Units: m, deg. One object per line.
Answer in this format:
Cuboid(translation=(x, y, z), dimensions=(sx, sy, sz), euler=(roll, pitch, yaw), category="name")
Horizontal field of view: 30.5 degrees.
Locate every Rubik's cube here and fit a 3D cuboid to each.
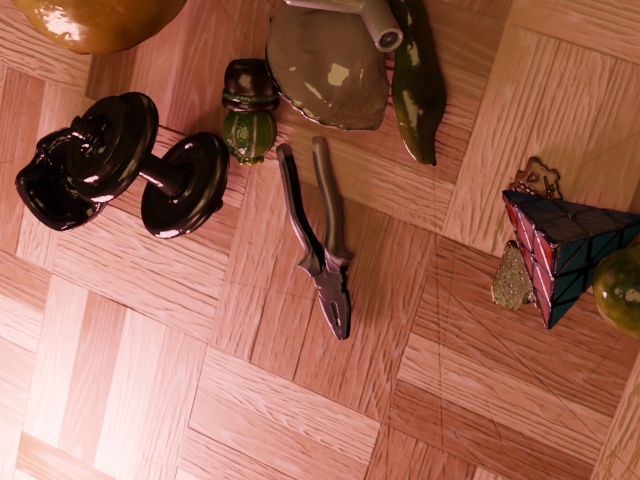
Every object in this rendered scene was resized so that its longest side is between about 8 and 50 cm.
Cuboid(translation=(0.363, -0.026, 1.648), dimensions=(0.178, 0.211, 0.190), euler=(-19, 59, -7), category="Rubik's cube")

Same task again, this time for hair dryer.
Cuboid(translation=(0.008, -0.324, 1.636), dimensions=(0.044, 0.183, 0.155), euler=(106, 151, -42), category="hair dryer")

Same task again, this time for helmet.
Cuboid(translation=(-0.413, -0.101, 1.983), dimensions=(0.153, 0.107, 0.177), euler=(42, 97, 14), category="helmet")

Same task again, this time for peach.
Cuboid(translation=(-0.329, -0.448, 1.759), dimensions=(0.314, 0.281, 0.315), euler=(-20, 127, -7), category="peach")

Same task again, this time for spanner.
Cuboid(translation=(0.000, 0.000, 1.848), dimensions=(0.095, 0.040, 0.325), euler=(-10, 97, 26), category="spanner")

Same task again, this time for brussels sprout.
Cuboid(translation=(0.451, 0.080, 1.594), dimensions=(0.151, 0.122, 0.149), euler=(-27, 112, 19), category="brussels sprout")

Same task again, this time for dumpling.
Cuboid(translation=(0.004, -0.263, 1.717), dimensions=(0.142, 0.172, 0.247), euler=(126, 130, -67), category="dumpling")

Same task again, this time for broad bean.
Cuboid(translation=(0.132, -0.266, 1.709), dimensions=(0.067, 0.075, 0.325), euler=(-5, 99, 52), category="broad bean")

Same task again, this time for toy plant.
Cuboid(translation=(-0.108, -0.197, 1.821), dimensions=(0.093, 0.093, 0.162), euler=(9, 107, 23), category="toy plant")

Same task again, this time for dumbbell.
Cuboid(translation=(-0.265, -0.115, 1.831), dimensions=(0.192, 0.290, 0.192), euler=(-28, 47, 35), category="dumbbell")

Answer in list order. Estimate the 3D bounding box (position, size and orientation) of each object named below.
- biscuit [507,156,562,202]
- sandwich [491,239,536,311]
Cuboid(translation=(0.305, -0.075, 1.701), dimensions=(0.092, 0.016, 0.082), euler=(-29, 90, 26), category="biscuit")
Cuboid(translation=(0.300, 0.061, 1.724), dimensions=(0.093, 0.036, 0.105), euler=(28, 112, 17), category="sandwich")
